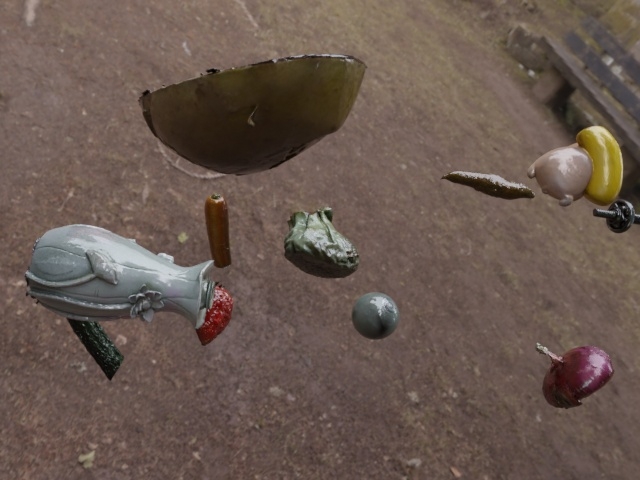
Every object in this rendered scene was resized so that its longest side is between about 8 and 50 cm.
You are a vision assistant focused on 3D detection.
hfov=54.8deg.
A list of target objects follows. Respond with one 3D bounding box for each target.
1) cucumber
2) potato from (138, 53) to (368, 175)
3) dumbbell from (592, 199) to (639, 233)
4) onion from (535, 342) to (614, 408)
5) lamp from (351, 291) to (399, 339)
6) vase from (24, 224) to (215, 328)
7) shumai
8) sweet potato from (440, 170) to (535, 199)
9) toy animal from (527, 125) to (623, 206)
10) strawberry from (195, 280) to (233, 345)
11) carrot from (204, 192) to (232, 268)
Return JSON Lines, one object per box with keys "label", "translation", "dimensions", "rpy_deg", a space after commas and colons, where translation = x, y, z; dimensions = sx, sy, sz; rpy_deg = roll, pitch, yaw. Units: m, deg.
{"label": "cucumber", "translation": [-0.646, 0.271, 1.750], "dimensions": [0.265, 0.077, 0.077], "rpy_deg": [57, 31, -11]}
{"label": "potato", "translation": [-0.086, -0.146, 0.771], "dimensions": [0.239, 0.299, 0.116], "rpy_deg": [-7, 88, -65]}
{"label": "dumbbell", "translation": [0.742, -0.048, 1.435], "dimensions": [0.253, 0.082, 0.082], "rpy_deg": [7, 42, -16]}
{"label": "onion", "translation": [0.486, 0.248, 1.221], "dimensions": [0.140, 0.150, 0.150], "rpy_deg": [49, 34, 7]}
{"label": "lamp", "translation": [0.118, 0.162, 1.330], "dimensions": [0.105, 0.105, 0.105], "rpy_deg": [26, 35, -20]}
{"label": "vase", "translation": [-0.495, 0.100, 1.594], "dimensions": [0.445, 0.250, 0.250], "rpy_deg": [11, 37, -2]}
{"label": "shumai", "translation": [0.006, 0.001, 1.419], "dimensions": [0.184, 0.184, 0.142], "rpy_deg": [21, 69, -26]}
{"label": "sweet potato", "translation": [0.472, -0.157, 1.741], "dimensions": [0.273, 0.067, 0.067], "rpy_deg": [12, 35, 2]}
{"label": "toy animal", "translation": [0.309, -0.076, 0.752], "dimensions": [0.091, 0.114, 0.082], "rpy_deg": [59, -9, 2]}
{"label": "strawberry", "translation": [-0.306, 0.207, 1.763], "dimensions": [0.146, 0.082, 0.187], "rpy_deg": [32, 58, -43]}
{"label": "carrot", "translation": [-0.287, -0.030, 1.733], "dimensions": [0.067, 0.225, 0.067], "rpy_deg": [-1, 29, 1]}
